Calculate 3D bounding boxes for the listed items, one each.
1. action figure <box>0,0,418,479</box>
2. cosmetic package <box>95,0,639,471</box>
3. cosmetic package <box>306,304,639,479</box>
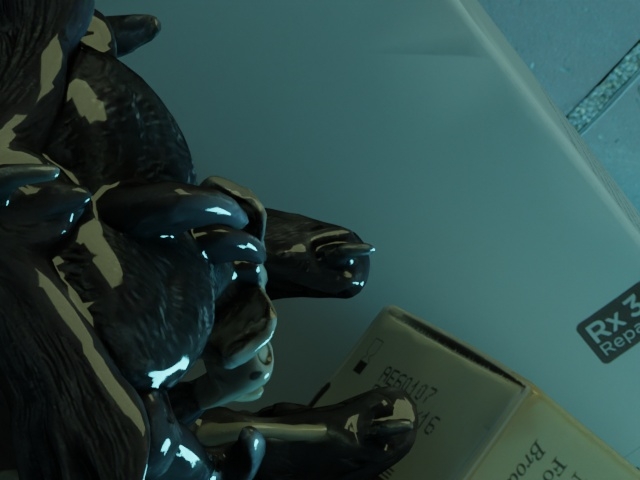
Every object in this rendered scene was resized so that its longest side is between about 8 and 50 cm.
[{"bbox_3d":[-0.069,0.020,0.509,0.276,0.141,0.164,34,40,-68],"label":"action figure"},{"bbox_3d":[0.000,0.000,0.771,0.385,0.217,0.156,47,11,-23],"label":"cosmetic package"},{"bbox_3d":[0.103,0.178,0.692,0.309,0.160,0.113,38,-4,-25],"label":"cosmetic package"}]
